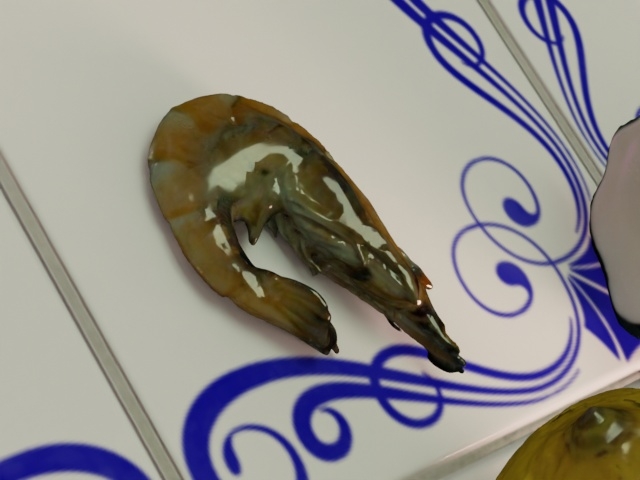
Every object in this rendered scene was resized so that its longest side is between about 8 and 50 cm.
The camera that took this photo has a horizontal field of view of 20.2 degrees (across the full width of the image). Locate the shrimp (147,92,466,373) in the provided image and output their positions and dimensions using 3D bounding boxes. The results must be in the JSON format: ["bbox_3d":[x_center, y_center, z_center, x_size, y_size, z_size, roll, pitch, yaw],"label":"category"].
[{"bbox_3d":[-0.012,0.006,1.163,0.145,0.059,0.254,-33,82,-42],"label":"shrimp"}]

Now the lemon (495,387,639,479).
[{"bbox_3d":[0.220,0.203,1.075,0.253,0.228,0.228,21,49,-24],"label":"lemon"}]

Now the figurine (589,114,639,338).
[{"bbox_3d":[0.396,-0.005,1.352,0.340,0.231,0.323,1,61,-30],"label":"figurine"}]
